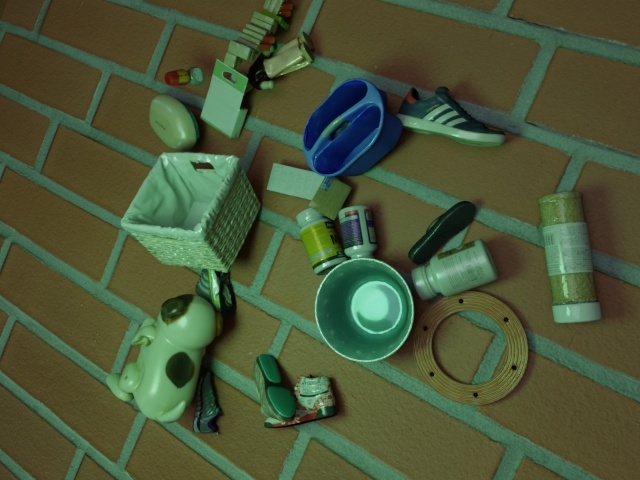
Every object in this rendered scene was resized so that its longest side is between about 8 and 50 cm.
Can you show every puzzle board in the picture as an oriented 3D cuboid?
[{"bbox_3d":[0.032,-0.142,1.832,0.096,0.011,0.128,29,77,-1],"label":"puzzle board"}]

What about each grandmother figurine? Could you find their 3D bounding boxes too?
[{"bbox_3d":[-0.186,-0.611,2.003,0.342,0.104,0.207,-20,44,24],"label":"grandmother figurine"}]

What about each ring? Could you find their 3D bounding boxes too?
[{"bbox_3d":[0.444,0.318,1.669,0.337,0.032,0.336,-2,84,24],"label":"ring"}]

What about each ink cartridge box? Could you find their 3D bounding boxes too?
[{"bbox_3d":[-0.339,-0.515,2.038,0.171,0.056,0.235,36,119,23],"label":"ink cartridge box"}]

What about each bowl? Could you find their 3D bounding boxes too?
[{"bbox_3d":[0.156,0.210,1.729,0.312,0.163,0.311,-1,87,23],"label":"bowl"}]

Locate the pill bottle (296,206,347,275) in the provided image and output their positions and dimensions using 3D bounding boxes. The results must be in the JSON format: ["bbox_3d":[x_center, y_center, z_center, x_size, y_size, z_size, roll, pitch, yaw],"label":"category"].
[{"bbox_3d":[0.000,0.000,1.844,0.119,0.119,0.208,-27,75,19],"label":"pill bottle"}]

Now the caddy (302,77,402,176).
[{"bbox_3d":[0.087,-0.349,1.766,0.341,0.179,0.241,-40,65,34],"label":"caddy"}]

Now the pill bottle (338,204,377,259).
[{"bbox_3d":[0.124,-0.009,1.798,0.108,0.108,0.193,-12,79,22],"label":"pill bottle"}]

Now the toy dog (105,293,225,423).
[{"bbox_3d":[-0.507,0.373,1.896,0.407,0.285,0.395,-65,23,-2],"label":"toy dog"}]

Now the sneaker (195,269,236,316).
[{"bbox_3d":[-0.401,0.137,2.014,0.121,0.111,0.299,-17,76,25],"label":"sneaker"}]

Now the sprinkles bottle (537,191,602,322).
[{"bbox_3d":[0.685,0.047,1.542,0.121,0.121,0.355,-8,82,22],"label":"sprinkles bottle"}]

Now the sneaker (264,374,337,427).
[{"bbox_3d":[-0.074,0.529,1.845,0.270,0.090,0.145,-21,66,25],"label":"sneaker"}]

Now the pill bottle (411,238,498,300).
[{"bbox_3d":[0.395,0.094,1.658,0.229,0.131,0.131,-23,76,20],"label":"pill bottle"}]

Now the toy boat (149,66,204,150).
[{"bbox_3d":[-0.520,-0.494,2.086,0.267,0.148,0.318,44,133,26],"label":"toy boat"}]

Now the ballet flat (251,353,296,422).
[{"bbox_3d":[-0.158,0.503,1.816,0.106,0.108,0.316,-63,26,18],"label":"ballet flat"}]

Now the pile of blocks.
[{"bbox_3d":[-0.190,-0.722,1.971,0.113,0.149,0.362,29,75,16],"label":"pile of blocks"}]

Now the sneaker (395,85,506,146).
[{"bbox_3d":[0.403,-0.386,1.703,0.350,0.131,0.148,20,97,24],"label":"sneaker"}]

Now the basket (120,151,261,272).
[{"bbox_3d":[-0.423,-0.092,1.895,0.328,0.266,0.331,6,56,24],"label":"basket"}]

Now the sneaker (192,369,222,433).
[{"bbox_3d":[-0.391,0.576,1.992,0.098,0.083,0.223,7,90,2],"label":"sneaker"}]

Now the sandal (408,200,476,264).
[{"bbox_3d":[0.362,-0.035,1.712,0.254,0.097,0.054,-43,44,13],"label":"sandal"}]

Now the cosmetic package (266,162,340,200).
[{"bbox_3d":[-0.060,-0.193,1.922,0.239,0.060,0.098,16,93,24],"label":"cosmetic package"}]
